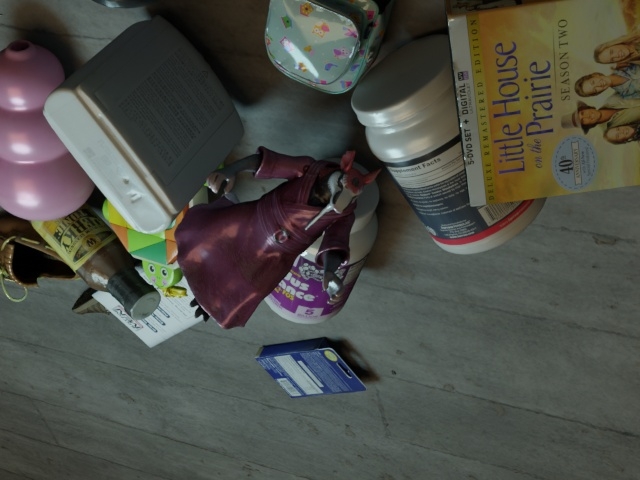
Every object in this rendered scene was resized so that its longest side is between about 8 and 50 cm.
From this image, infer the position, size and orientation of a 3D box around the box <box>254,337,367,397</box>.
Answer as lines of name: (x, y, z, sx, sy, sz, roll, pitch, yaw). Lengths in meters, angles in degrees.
box: (-0.014, 0.263, 2.336, 0.225, 0.036, 0.136, -11, 127, 44)

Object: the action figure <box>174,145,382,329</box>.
action figure: (-0.042, -0.018, 1.697, 0.370, 0.275, 0.248, -32, 89, 30)

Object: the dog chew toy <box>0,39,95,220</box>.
dog chew toy: (-0.504, -0.197, 2.005, 0.206, 0.207, 0.332, 16, 133, 18)

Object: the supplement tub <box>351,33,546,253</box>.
supplement tub: (0.184, -0.132, 1.606, 0.191, 0.191, 0.272, -10, 128, 41)

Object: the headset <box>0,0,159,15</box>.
headset: (-0.304, -0.401, 1.503, 0.394, 0.185, 0.243, -12, 127, 29)

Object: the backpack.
backpack: (0.006, -0.295, 1.577, 0.165, 0.144, 0.188, 24, 144, 8)

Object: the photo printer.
photo printer: (-0.252, -0.190, 1.735, 0.107, 0.307, 0.256, -24, 111, 35)

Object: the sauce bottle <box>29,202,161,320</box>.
sauce bottle: (-0.431, 0.019, 2.176, 0.344, 0.111, 0.111, 40, 150, 27)

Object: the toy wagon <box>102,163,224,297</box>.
toy wagon: (-0.284, -0.051, 2.014, 0.267, 0.068, 0.344, 15, 115, 36)

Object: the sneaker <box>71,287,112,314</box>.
sneaker: (-0.474, 0.139, 2.482, 0.071, 0.066, 0.188, 45, 142, -20)

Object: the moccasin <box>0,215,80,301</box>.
moccasin: (-0.616, 0.038, 2.392, 0.380, 0.147, 0.139, 4, 136, 31)

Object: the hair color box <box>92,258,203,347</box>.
hair color box: (-0.294, 0.083, 2.257, 0.174, 0.105, 0.347, 45, 141, -14)

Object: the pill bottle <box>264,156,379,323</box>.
pill bottle: (0.000, 0.000, 1.907, 0.169, 0.169, 0.301, 27, 144, 4)

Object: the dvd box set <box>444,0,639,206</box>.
dvd box set: (0.372, -0.193, 1.376, 0.420, 0.062, 0.308, -7, 134, 7)
